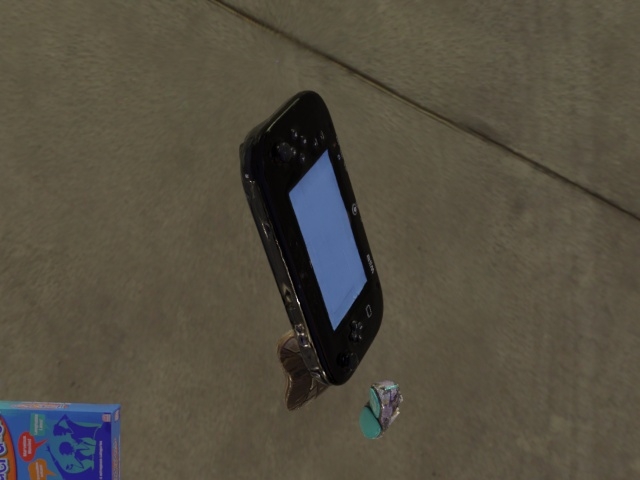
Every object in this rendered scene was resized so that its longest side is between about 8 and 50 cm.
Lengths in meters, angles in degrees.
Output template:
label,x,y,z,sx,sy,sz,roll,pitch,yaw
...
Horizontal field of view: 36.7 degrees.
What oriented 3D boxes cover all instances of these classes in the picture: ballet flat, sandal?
label,x,y,z,sx,sy,sz,roll,pitch,yaw
ballet flat,0.069,0.184,1.046,0.041,0.114,0.041,2,58,-4
sandal,-0.028,0.165,1.286,0.072,0.049,0.180,-24,141,-11

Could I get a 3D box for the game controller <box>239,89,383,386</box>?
label,x,y,z,sx,sy,sz,roll,pitch,yaw
game controller,0.000,0.000,1.062,0.067,0.166,0.319,5,125,36

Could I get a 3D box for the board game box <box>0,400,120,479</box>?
label,x,y,z,sx,sy,sz,roll,pitch,yaw
board game box,-0.384,0.305,1.332,0.210,0.047,0.160,1,95,4
